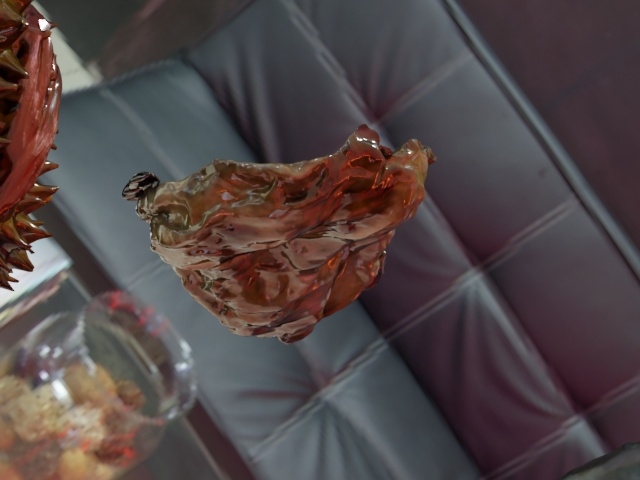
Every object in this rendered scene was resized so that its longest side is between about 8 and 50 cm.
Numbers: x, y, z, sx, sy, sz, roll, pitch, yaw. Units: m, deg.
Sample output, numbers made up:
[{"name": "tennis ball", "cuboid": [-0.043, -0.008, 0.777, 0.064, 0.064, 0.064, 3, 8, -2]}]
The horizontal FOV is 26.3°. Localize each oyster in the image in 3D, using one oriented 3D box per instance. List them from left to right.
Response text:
[{"name": "oyster", "cuboid": [-0.003, 0.001, 0.659, 0.345, 0.128, 0.079, 56, 14, -82]}]

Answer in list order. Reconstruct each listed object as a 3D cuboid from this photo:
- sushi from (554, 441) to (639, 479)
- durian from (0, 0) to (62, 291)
[{"name": "sushi", "cuboid": [0.184, 0.241, 0.537, 0.171, 0.211, 0.350, 49, 2, -39]}, {"name": "durian", "cuboid": [-0.323, -0.082, 0.825, 0.348, 0.347, 0.384, -72, 147, -55]}]
